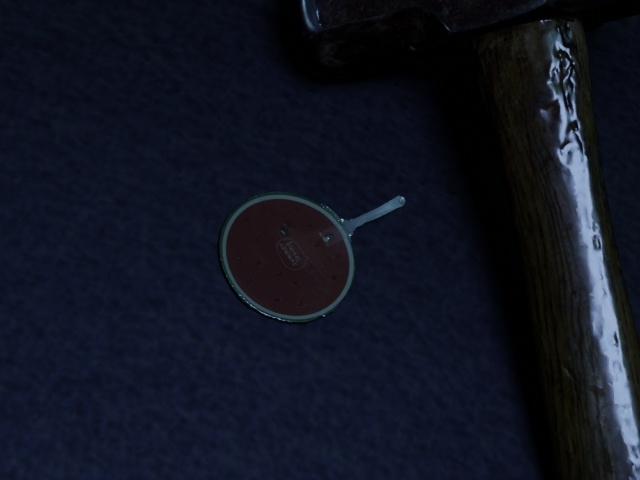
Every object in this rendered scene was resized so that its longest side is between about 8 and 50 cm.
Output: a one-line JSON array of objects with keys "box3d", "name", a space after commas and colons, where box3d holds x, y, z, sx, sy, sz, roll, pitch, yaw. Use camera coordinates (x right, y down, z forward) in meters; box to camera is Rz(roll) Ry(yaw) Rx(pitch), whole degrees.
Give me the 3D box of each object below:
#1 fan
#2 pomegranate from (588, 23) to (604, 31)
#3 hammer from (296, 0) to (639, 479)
[{"box3d": [0.000, 0.000, 0.970, 0.133, 0.005, 0.085, -25, 75, -29], "name": "fan"}, {"box3d": [0.141, -0.196, 1.069, 0.161, 0.122, 0.122, 11, 57, 18], "name": "pomegranate"}, {"box3d": [0.137, -0.015, 0.953, 0.095, 0.242, 0.409, 2, 76, -66], "name": "hammer"}]
